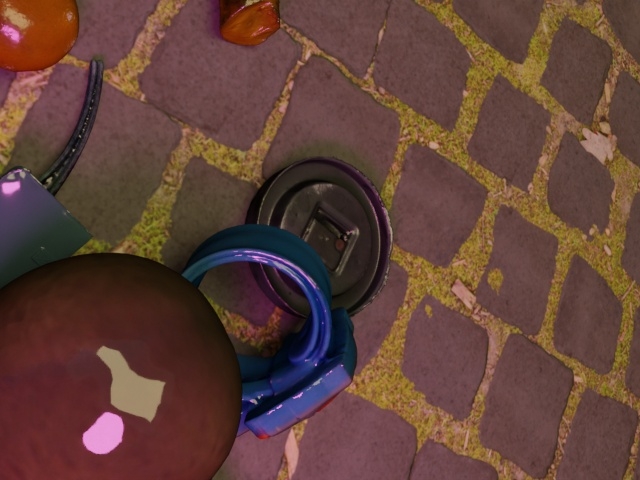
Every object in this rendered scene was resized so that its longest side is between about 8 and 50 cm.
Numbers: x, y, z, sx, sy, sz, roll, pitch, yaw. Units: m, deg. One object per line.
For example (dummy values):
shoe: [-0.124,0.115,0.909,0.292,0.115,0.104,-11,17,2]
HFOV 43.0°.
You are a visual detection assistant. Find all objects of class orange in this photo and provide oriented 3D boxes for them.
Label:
orange: [-0.400,-0.298,1.073,0.156,0.124,0.156,20,57,-36]

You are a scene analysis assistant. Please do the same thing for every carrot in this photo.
carrot: [-0.114,-0.473,1.292,0.114,0.114,0.302,1,86,-34]

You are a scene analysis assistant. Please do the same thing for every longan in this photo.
longan: [-0.271,0.188,0.974,0.360,0.361,0.361,3,84,-34]

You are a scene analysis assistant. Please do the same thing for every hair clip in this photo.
hair clip: [-0.358,-0.134,1.139,0.083,0.048,0.275,30,65,-18]

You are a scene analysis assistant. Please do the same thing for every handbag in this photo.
handbag: [-0.419,0.022,1.041,0.221,0.057,0.144,-46,116,-12]

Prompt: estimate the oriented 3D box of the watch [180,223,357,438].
watch: [-0.118,0.134,1.182,0.305,0.241,0.275,-30,105,9]

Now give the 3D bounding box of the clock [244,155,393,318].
clock: [0.000,0.000,1.360,0.280,0.055,0.281,3,84,-34]
